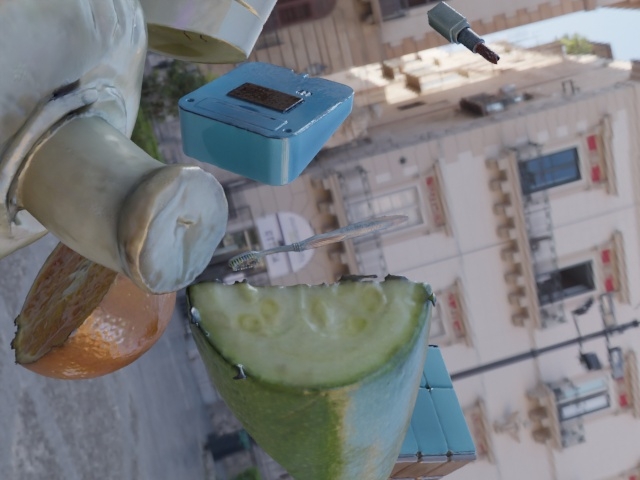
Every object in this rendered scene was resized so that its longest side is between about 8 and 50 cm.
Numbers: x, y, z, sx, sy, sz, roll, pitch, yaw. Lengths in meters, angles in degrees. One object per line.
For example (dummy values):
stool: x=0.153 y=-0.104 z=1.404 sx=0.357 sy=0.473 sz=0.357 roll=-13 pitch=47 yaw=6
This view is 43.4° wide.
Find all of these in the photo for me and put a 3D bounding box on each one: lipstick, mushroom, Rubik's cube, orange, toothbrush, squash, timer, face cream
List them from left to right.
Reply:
mushroom: x=-0.267 y=-0.105 z=0.680 sx=0.356 sy=0.315 sz=0.315 roll=30 pitch=-42 yaw=59
orange: x=-0.337 y=0.064 z=1.187 sx=0.310 sy=0.274 sz=0.274 roll=46 pitch=-20 yaw=30
face cream: x=-0.119 y=-0.388 z=1.079 sx=0.081 sy=0.173 sz=0.349 roll=109 pitch=3 yaw=-74
timer: x=-0.088 y=-0.212 z=1.373 sx=0.231 sy=0.250 sz=0.091 roll=20 pitch=-48 yaw=24
squash: x=-0.006 y=0.153 z=0.678 sx=0.289 sy=0.203 sz=0.111 roll=99 pitch=-13 yaw=-52
toothbrush: x=0.000 y=0.000 z=1.596 sx=0.037 sy=0.375 sz=0.028 roll=-128 pitch=-154 yaw=-62
Rubik's cube: x=0.101 y=0.326 z=1.439 sx=0.221 sy=0.224 sz=0.231 roll=-43 pitch=-129 yaw=38
lipstick: x=0.162 y=-0.227 z=0.896 sx=0.107 sy=0.025 sz=0.025 roll=48 pitch=-7 yaw=32
